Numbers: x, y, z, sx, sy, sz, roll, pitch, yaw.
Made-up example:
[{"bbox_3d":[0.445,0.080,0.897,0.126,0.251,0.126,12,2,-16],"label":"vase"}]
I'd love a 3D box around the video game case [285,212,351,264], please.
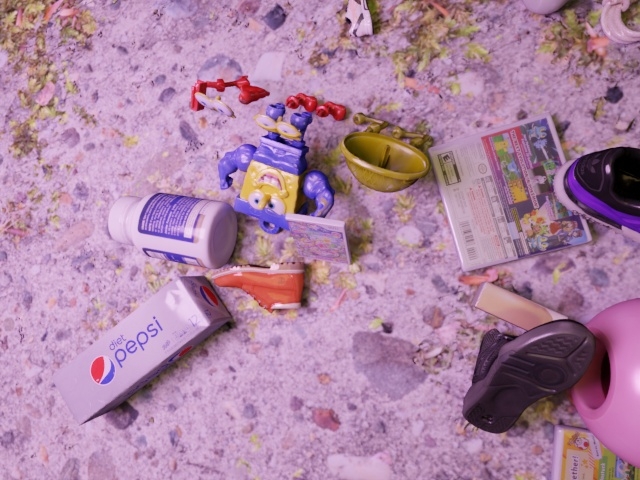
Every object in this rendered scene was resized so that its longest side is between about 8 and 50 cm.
[{"bbox_3d":[0.000,0.000,0.685,0.087,0.122,0.011,10,63,14],"label":"video game case"}]

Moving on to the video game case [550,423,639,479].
[{"bbox_3d":[0.421,0.380,0.604,0.207,0.026,0.226,5,87,13],"label":"video game case"}]

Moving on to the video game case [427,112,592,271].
[{"bbox_3d":[0.278,-0.071,0.675,0.184,0.023,0.201,-15,81,11],"label":"video game case"}]

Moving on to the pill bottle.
[{"bbox_3d":[-0.244,-0.021,0.744,0.187,0.112,0.111,10,88,13],"label":"pill bottle"}]

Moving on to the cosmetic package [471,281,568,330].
[{"bbox_3d":[0.280,0.100,0.641,0.115,0.060,0.041,24,90,15],"label":"cosmetic package"}]

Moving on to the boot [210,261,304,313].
[{"bbox_3d":[-0.104,0.078,0.734,0.158,0.059,0.084,-2,90,12],"label":"boot"}]

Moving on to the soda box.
[{"bbox_3d":[-0.295,0.178,0.750,0.286,0.091,0.098,-38,80,8],"label":"soda box"}]

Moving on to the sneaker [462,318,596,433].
[{"bbox_3d":[0.261,0.147,0.583,0.087,0.227,0.130,23,46,9],"label":"sneaker"}]

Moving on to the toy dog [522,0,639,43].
[{"bbox_3d":[0.438,-0.463,0.599,0.220,0.161,0.333,29,92,14],"label":"toy dog"}]

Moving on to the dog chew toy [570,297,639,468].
[{"bbox_3d":[0.486,0.180,0.522,0.333,0.206,0.206,8,87,6],"label":"dog chew toy"}]

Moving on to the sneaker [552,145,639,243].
[{"bbox_3d":[0.460,-0.039,0.556,0.294,0.146,0.102,21,84,8],"label":"sneaker"}]

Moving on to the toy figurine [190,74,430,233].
[{"bbox_3d":[-0.031,-0.101,0.718,0.363,0.191,0.217,20,120,7],"label":"toy figurine"}]

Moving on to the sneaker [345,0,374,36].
[{"bbox_3d":[0.057,-0.389,0.742,0.044,0.040,0.108,-12,82,14],"label":"sneaker"}]
